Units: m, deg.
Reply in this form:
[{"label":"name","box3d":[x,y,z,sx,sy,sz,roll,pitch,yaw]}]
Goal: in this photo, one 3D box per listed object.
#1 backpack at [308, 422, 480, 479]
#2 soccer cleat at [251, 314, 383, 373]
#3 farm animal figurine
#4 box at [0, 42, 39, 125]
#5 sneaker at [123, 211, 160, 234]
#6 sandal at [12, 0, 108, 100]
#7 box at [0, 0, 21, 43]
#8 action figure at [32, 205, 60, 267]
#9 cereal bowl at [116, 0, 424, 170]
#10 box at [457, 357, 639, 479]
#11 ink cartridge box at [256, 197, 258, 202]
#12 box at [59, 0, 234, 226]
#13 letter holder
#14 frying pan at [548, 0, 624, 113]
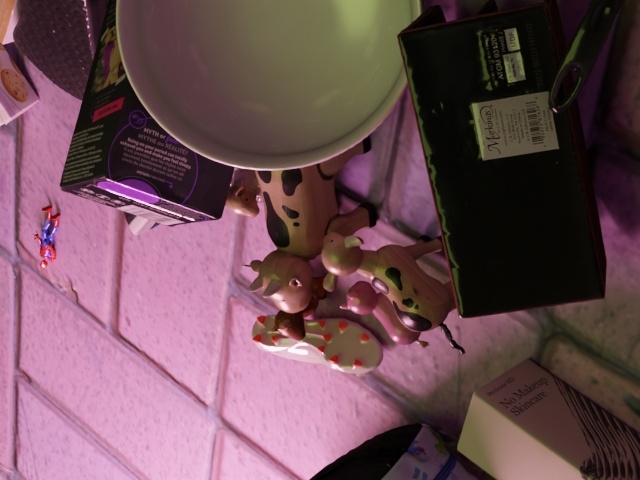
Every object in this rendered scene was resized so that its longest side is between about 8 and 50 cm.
[{"label":"backpack","box3d":[0.060,0.378,1.885,0.273,0.290,0.355,40,129,14]},{"label":"soccer cleat","box3d":[0.001,0.134,1.966,0.196,0.076,0.068,9,77,29]},{"label":"farm animal figurine","box3d":[0.000,0.000,1.801,0.330,0.172,0.326,-7,105,49]},{"label":"box","box3d":[-0.548,-0.322,2.258,0.063,0.067,0.324,-20,106,50]},{"label":"sneaker","box3d":[-0.241,-0.098,2.078,0.121,0.079,0.217,58,144,6]},{"label":"sandal","box3d":[-0.318,-0.302,1.992,0.167,0.107,0.446,35,162,2]},{"label":"box","box3d":[-0.453,-0.391,2.148,0.170,0.091,0.130,48,138,18]},{"label":"action figure","box3d":[-0.435,-0.001,2.386,0.038,0.030,0.115,34,134,24]},{"label":"cereal bowl","box3d":[-0.050,-0.250,1.682,0.339,0.141,0.339,1,100,7]},{"label":"box","box3d":[0.294,0.255,1.669,0.275,0.113,0.094,35,132,29]},{"label":"ink cartridge box","box3d":[-0.117,-0.079,1.997,0.115,0.029,0.063,-3,107,48]},{"label":"box","box3d":[-0.187,-0.169,1.811,0.143,0.165,0.270,-5,68,58]},{"label":"letter holder","box3d":[0.202,-0.102,1.571,0.152,0.214,0.302,-9,104,16]},{"label":"frying pan","box3d":[0.314,-0.271,1.366,0.197,0.053,0.326,5,115,15]}]
